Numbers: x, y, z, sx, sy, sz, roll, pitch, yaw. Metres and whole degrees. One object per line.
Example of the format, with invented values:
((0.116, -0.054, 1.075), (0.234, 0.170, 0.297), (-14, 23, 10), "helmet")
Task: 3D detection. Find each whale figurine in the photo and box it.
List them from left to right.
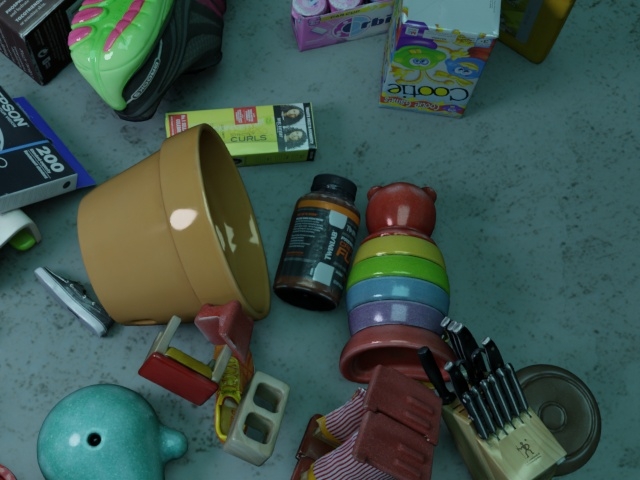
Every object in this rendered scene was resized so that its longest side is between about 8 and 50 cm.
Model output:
((-0.279, 0.325, 1.450), (0.216, 0.141, 0.272), (-27, 76, -13), "whale figurine")

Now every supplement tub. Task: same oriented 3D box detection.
((0.000, 0.000, 1.602), (0.106, 0.106, 0.198), (14, 71, 1), "supplement tub")

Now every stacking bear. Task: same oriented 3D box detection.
((0.117, 0.049, 1.569), (0.175, 0.164, 0.289), (-2, 62, 11), "stacking bear")

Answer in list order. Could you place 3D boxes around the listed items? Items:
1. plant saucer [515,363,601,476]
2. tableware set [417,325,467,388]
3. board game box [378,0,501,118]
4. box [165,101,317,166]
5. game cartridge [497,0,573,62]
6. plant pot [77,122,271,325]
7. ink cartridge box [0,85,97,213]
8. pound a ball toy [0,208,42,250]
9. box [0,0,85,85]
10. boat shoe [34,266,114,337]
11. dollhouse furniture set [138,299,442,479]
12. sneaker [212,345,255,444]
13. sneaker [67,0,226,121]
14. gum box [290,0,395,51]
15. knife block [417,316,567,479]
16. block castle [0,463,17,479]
((0.341, 0.265, 1.573), (0.168, 0.029, 0.169), (2, 73, -6), "plant saucer")
((0.195, 0.203, 1.589), (0.104, 0.024, 0.154), (-12, 73, -8), "tableware set")
((0.180, -0.317, 1.634), (0.142, 0.275, 0.144), (7, 71, -1), "board game box")
((-0.126, -0.164, 1.673), (0.232, 0.058, 0.087), (-4, 74, -6), "box")
((0.263, -0.421, 1.651), (0.285, 0.324, 0.053), (35, 83, 8), "game cartridge")
((-0.213, 0.000, 1.510), (0.203, 0.291, 0.291), (-17, 72, 7), "plant pot")
((-0.465, -0.145, 1.587), (0.206, 0.045, 0.208), (47, 37, 15), "ink cartridge box")
((-0.569, -0.023, 1.553), (0.319, 0.136, 0.208), (42, 73, 11), "pound a ball toy")
((-0.466, -0.391, 1.669), (0.203, 0.168, 0.167), (39, 73, 10), "box")
((-0.365, 0.085, 1.580), (0.142, 0.049, 0.040), (42, 67, 3), "boat shoe")
((-0.049, 0.227, 1.405), (0.374, 0.201, 0.152), (29, 48, -12), "dollhouse furniture set")
((-0.125, 0.211, 1.541), (0.064, 0.067, 0.175), (-4, 70, -4), "sneaker")
((-0.232, -0.377, 1.692), (0.185, 0.202, 0.483), (13, 52, 25), "sneaker")
((0.040, -0.378, 1.734), (0.188, 0.107, 0.062), (-14, 73, -9), "gum box")
((0.223, 0.243, 1.465), (0.088, 0.276, 0.242), (-31, 65, -13), "knife block")
((-0.631, 0.410, 1.359), (0.303, 0.213, 0.453), (37, 73, 9), "block castle")
